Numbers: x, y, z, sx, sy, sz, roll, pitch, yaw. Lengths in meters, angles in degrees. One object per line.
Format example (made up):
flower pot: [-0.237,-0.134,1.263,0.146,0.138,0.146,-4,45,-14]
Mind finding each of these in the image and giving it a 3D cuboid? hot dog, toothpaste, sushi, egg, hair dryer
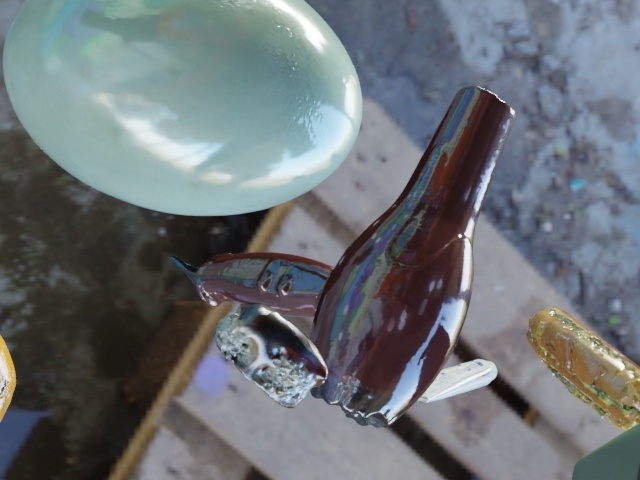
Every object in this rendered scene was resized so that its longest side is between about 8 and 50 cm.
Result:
hot dog: [0.349,0.165,2.003,0.072,0.269,0.115,-32,120,-10]
toothpaste: [0.147,0.161,1.804,0.218,0.052,0.033,-5,110,-60]
sushi: [-0.030,0.073,1.087,0.083,0.046,0.044,42,24,-13]
egg: [-0.146,-0.166,1.666,0.389,0.276,0.276,17,72,9]
hair dryer: [0.000,0.000,1.449,0.123,0.340,0.312,37,68,-46]

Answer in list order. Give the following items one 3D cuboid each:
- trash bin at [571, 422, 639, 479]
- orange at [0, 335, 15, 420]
trash bin: [0.373,0.251,1.420,0.223,0.343,0.158,21,66,-9]
orange: [-0.210,0.078,0.870,0.083,0.070,0.083,-10,108,-31]
